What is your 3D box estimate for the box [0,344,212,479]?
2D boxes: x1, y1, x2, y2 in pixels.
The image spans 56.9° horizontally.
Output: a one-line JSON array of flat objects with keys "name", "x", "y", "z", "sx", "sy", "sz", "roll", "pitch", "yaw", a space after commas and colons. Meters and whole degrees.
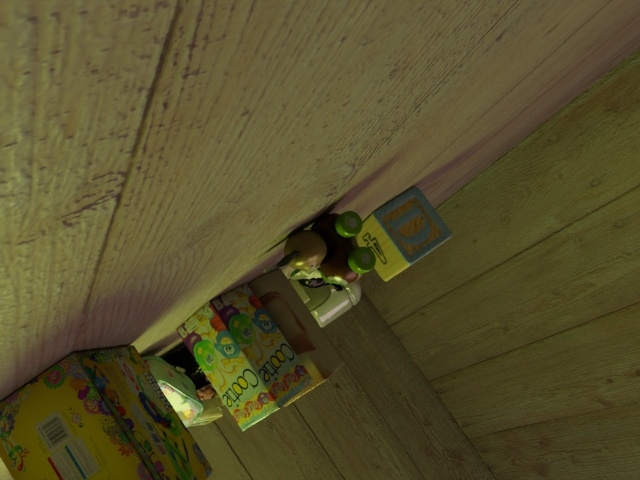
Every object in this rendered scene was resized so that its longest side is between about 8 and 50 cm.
[{"name": "box", "x": -0.354, "y": 0.348, "z": 0.996, "sx": 0.177, "sy": 0.289, "sz": 0.279, "roll": -35, "pitch": 173, "yaw": -3}]

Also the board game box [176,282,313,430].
[{"name": "board game box", "x": -0.173, "y": 0.263, "z": 1.351, "sx": 0.144, "sy": 0.275, "sz": 0.142, "roll": -40, "pitch": 172, "yaw": 33}]

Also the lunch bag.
[{"name": "lunch bag", "x": -0.438, "y": 0.404, "z": 1.413, "sx": 0.279, "sy": 0.108, "sz": 0.224, "roll": -37, "pitch": 129, "yaw": 0}]

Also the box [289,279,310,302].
[{"name": "box", "x": -0.175, "y": 0.238, "z": 1.966, "sx": 0.275, "sy": 0.094, "sz": 0.113, "roll": -33, "pitch": 173, "yaw": -13}]

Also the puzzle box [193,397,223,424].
[{"name": "puzzle box", "x": -0.496, "y": 0.503, "z": 1.644, "sx": 0.409, "sy": 0.052, "sz": 0.272, "roll": -2, "pitch": 159, "yaw": -21}]

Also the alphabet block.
[{"name": "alphabet block", "x": 0.245, "y": -0.018, "z": 1.814, "sx": 0.192, "sy": 0.193, "sz": 0.197, "roll": -31, "pitch": 172, "yaw": -22}]

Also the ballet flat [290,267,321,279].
[{"name": "ballet flat", "x": 0.006, "y": 0.076, "z": 1.827, "sx": 0.213, "sy": 0.068, "sz": 0.072, "roll": -35, "pitch": 173, "yaw": 0}]

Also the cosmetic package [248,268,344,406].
[{"name": "cosmetic package", "x": -0.097, "y": 0.238, "z": 1.476, "sx": 0.153, "sy": 0.296, "sz": 0.129, "roll": -40, "pitch": 171, "yaw": 24}]

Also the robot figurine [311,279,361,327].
[{"name": "robot figurine", "x": 0.035, "y": 0.248, "z": 2.618, "sx": 0.354, "sy": 0.199, "sz": 0.300, "roll": -34, "pitch": 167, "yaw": -12}]

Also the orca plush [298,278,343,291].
[{"name": "orca plush", "x": 0.039, "y": 0.139, "z": 2.020, "sx": 0.151, "sy": 0.102, "sz": 0.287, "roll": -35, "pitch": 161, "yaw": 21}]

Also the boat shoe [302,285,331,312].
[{"name": "boat shoe", "x": -0.120, "y": 0.246, "z": 2.158, "sx": 0.340, "sy": 0.127, "sz": 0.113, "roll": -30, "pitch": 172, "yaw": -24}]

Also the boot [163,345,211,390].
[{"name": "boot", "x": -0.315, "y": 0.403, "z": 1.744, "sx": 0.348, "sy": 0.131, "sz": 0.260, "roll": -37, "pitch": 138, "yaw": 14}]

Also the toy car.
[{"name": "toy car", "x": -0.016, "y": 0.035, "z": 1.179, "sx": 0.189, "sy": 0.148, "sz": 0.155, "roll": -18, "pitch": 176, "yaw": -29}]

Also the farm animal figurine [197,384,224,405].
[{"name": "farm animal figurine", "x": -0.329, "y": 0.495, "z": 2.091, "sx": 0.326, "sy": 0.172, "sz": 0.330, "roll": -59, "pitch": 155, "yaw": 12}]
